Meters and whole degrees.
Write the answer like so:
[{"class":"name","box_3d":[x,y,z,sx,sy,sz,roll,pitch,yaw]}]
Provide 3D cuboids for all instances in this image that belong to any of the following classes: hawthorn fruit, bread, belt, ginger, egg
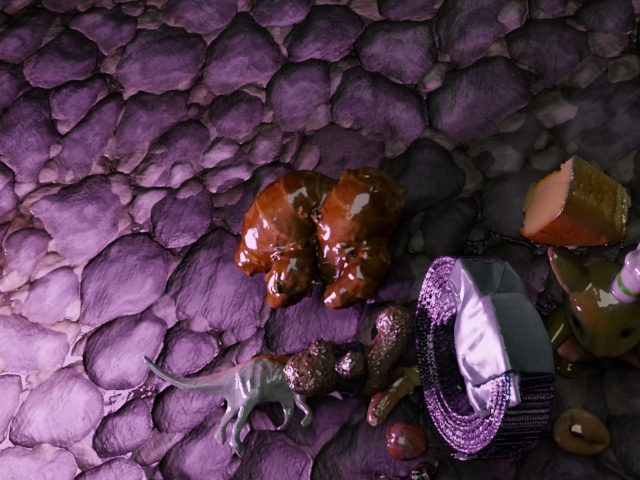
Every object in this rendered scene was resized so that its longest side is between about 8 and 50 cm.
[{"class":"hawthorn fruit","box_3d":[0.161,0.340,1.217,0.103,0.067,0.067,15,67,-2]},{"class":"bread","box_3d":[0.449,-0.055,1.318,0.160,0.169,0.140,-24,45,57]},{"class":"belt","box_3d":[0.250,0.175,1.149,0.122,0.260,0.325,3,60,-19]},{"class":"ginger","box_3d":[-0.010,-0.003,1.408,0.357,0.152,0.274,0,83,21]},{"class":"egg","box_3d":[0.408,0.300,1.135,0.083,0.071,0.071,24,73,13]},{"class":"ginger","box_3d":[0.127,0.263,1.273,0.057,0.044,0.137,43,85,14]}]

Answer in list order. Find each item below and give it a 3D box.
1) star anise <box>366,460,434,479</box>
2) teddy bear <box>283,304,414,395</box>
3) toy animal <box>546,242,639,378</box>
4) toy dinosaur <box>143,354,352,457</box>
[{"class":"star anise","box_3d":[0.139,0.460,1.130,0.236,0.109,0.223,-16,63,10]},{"class":"teddy bear","box_3d":[0.063,0.207,1.252,0.251,0.182,0.129,-22,80,-10]},{"class":"toy animal","box_3d":[0.418,0.116,1.073,0.181,0.363,0.180,6,79,26]},{"class":"toy dinosaur","box_3d":[-0.146,0.283,1.322,0.393,0.092,0.205,14,60,23]}]
